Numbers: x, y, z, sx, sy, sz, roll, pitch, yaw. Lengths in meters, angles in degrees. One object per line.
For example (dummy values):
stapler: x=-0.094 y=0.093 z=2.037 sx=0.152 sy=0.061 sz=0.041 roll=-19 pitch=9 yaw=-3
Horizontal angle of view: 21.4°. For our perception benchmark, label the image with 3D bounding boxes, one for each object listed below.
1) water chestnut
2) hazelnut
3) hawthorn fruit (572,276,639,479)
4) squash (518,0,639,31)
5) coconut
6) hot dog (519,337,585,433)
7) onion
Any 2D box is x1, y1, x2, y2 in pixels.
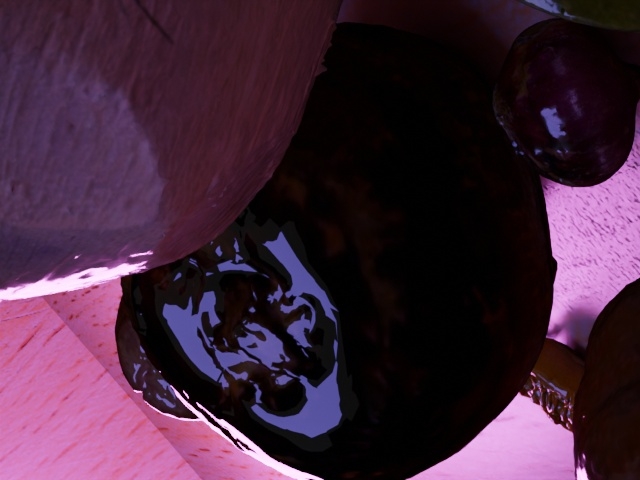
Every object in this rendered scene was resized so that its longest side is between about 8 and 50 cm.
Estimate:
water chestnut: x=0.027 y=0.011 z=1.251 sx=0.350 sy=0.302 sz=0.350 roll=13 pitch=110 yaw=38
hazelnut: x=-0.103 y=0.073 z=1.431 sx=0.143 sy=0.143 sz=0.154 roll=16 pitch=133 yaw=59
hawthorn fruit: x=0.269 y=0.118 z=0.971 sx=0.258 sy=0.258 sz=0.262 roll=42 pitch=-179 yaw=18
squash: x=0.095 y=-0.190 z=0.948 sx=0.252 sy=0.093 sz=0.169 roll=52 pitch=160 yaw=-11
coconut: x=-0.176 y=-0.132 z=1.009 sx=0.346 sy=0.360 sz=0.346 roll=22 pitch=178 yaw=1
hot dog: x=0.228 y=0.144 z=1.398 sx=0.188 sy=0.055 sz=0.072 roll=37 pitch=160 yaw=29
onion: x=0.156 y=-0.086 z=1.040 sx=0.107 sy=0.097 sz=0.107 roll=-20 pitch=-90 yaw=-87
